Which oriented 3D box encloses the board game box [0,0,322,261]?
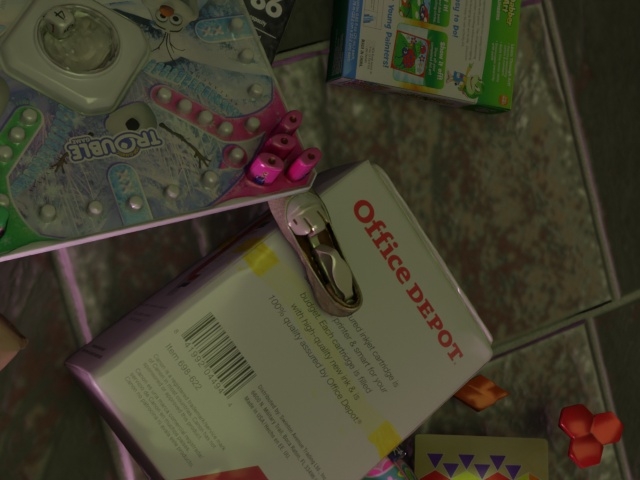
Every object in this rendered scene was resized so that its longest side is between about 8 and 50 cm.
[{"bbox_3d":[-0.231,-0.192,0.983,0.390,0.050,0.390,-14,73,-29],"label":"board game box"}]

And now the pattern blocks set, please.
[{"bbox_3d":[0.203,0.312,1.267,0.325,0.026,0.285,11,77,-2],"label":"pattern blocks set"}]

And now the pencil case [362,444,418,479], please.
[{"bbox_3d":[0.002,0.353,1.168,0.284,0.124,0.124,-39,105,-10],"label":"pencil case"}]

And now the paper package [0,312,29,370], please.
[{"bbox_3d":[-0.487,0.085,0.883,0.309,0.168,0.325,-49,130,-16],"label":"paper package"}]

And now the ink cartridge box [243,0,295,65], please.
[{"bbox_3d":[-0.136,-0.224,1.157,0.165,0.065,0.332,22,80,-22],"label":"ink cartridge box"}]

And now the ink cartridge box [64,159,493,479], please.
[{"bbox_3d":[-0.038,0.132,1.144,0.385,0.160,0.279,-38,103,-20],"label":"ink cartridge box"}]

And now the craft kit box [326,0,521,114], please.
[{"bbox_3d":[0.137,-0.301,1.288,0.247,0.061,0.249,7,87,-22],"label":"craft kit box"}]

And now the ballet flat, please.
[{"bbox_3d":[0.000,0.000,1.050,0.057,0.052,0.168,-31,99,-22],"label":"ballet flat"}]
